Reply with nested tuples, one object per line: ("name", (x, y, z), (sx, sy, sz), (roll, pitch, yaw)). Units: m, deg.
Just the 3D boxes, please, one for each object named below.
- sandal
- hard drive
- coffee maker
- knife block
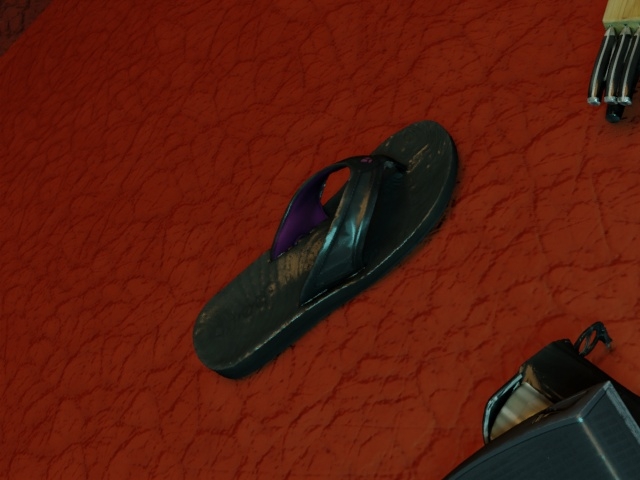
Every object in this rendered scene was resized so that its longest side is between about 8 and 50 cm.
("sandal", (0.000, 0.002, 1.039), (0.446, 0.107, 0.167), (-44, 45, 1))
("hard drive", (0.179, 0.243, 0.660), (0.255, 0.054, 0.172), (-50, 57, 42))
("coffee maker", (0.263, 0.173, 0.717), (0.171, 0.120, 0.178), (-51, 47, -3))
("knife block", (0.389, -0.270, 0.971), (0.242, 0.088, 0.276), (-34, 46, 10))
